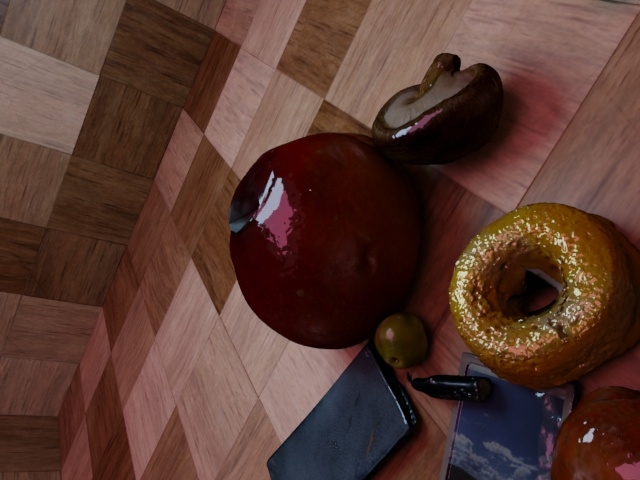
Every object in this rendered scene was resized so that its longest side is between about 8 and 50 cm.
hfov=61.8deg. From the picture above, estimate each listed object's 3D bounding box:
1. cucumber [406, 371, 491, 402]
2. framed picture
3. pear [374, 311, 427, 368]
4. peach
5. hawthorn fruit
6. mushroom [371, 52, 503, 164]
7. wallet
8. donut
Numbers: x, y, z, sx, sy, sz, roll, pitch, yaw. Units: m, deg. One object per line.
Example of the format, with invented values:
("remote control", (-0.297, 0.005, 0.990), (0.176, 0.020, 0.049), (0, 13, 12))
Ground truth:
("cucumber", (0.183, 0.220, 0.809), (0.163, 0.039, 0.043), (-18, 42, 52))
("framed picture", (0.248, 0.300, 0.734), (0.189, 0.023, 0.260), (6, 82, 57))
("pear", (0.134, 0.164, 0.890), (0.092, 0.092, 0.097), (-28, 14, 46))
("peach", (-0.009, -0.017, 0.966), (0.335, 0.310, 0.406), (10, 84, 52))
("hawthorn fruit", (0.314, 0.252, 0.532), (0.179, 0.179, 0.201), (36, 115, 53))
("mushroom", (0.194, -0.196, 0.881), (0.194, 0.138, 0.231), (-59, 28, -11))
("wallet", (0.027, 0.379, 0.981), (0.379, 0.046, 0.191), (-55, 40, 24))
("donut", (0.287, 0.066, 0.701), (0.253, 0.118, 0.254), (-23, 52, 32))
